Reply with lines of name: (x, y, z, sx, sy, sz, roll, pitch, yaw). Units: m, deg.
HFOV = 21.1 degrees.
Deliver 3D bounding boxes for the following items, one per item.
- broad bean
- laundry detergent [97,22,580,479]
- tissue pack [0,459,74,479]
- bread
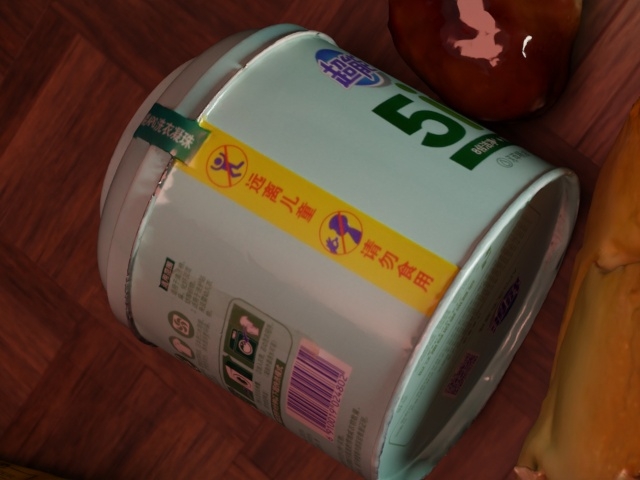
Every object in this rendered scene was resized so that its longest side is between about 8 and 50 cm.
broad bean: (0.129, -0.205, 1.364, 0.156, 0.122, 0.228, -6, 94, 26)
laundry detergent: (0.000, 0.000, 1.341, 0.305, 0.287, 0.287, 31, 105, 19)
tissue pack: (-0.366, 0.342, 1.553, 0.382, 0.228, 0.293, 11, 96, 24)
bread: (0.331, 0.053, 1.218, 0.361, 0.250, 0.394, 13, 97, 22)
